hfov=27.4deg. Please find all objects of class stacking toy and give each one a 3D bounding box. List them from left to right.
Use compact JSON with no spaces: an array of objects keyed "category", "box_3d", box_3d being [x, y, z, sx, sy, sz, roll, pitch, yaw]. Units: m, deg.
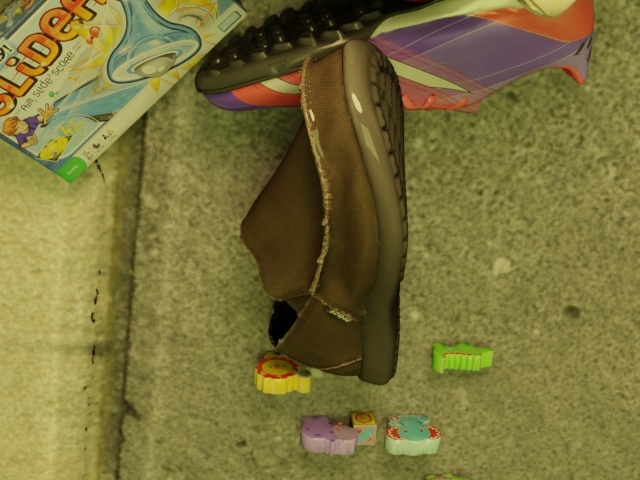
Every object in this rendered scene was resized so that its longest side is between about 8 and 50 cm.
[{"category":"stacking toy","box_3d":[0.048,0.181,1.212,0.221,0.052,0.167,-2,117,-8]}]

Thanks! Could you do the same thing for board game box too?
[{"category":"board game box","box_3d":[-0.173,-0.149,1.000,0.201,0.035,0.136,-42,134,13]}]

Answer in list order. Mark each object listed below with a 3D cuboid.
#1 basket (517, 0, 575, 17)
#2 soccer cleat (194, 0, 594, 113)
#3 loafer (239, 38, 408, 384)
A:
[{"category":"basket","box_3d":[0.115,-0.366,0.832,0.331,0.266,0.328,38,105,-25]},{"category":"soccer cleat","box_3d":[0.063,-0.138,1.026,0.318,0.108,0.116,-17,116,-4]},{"category":"loafer","box_3d":[0.000,0.000,1.019,0.130,0.133,0.366,0,140,1]}]
